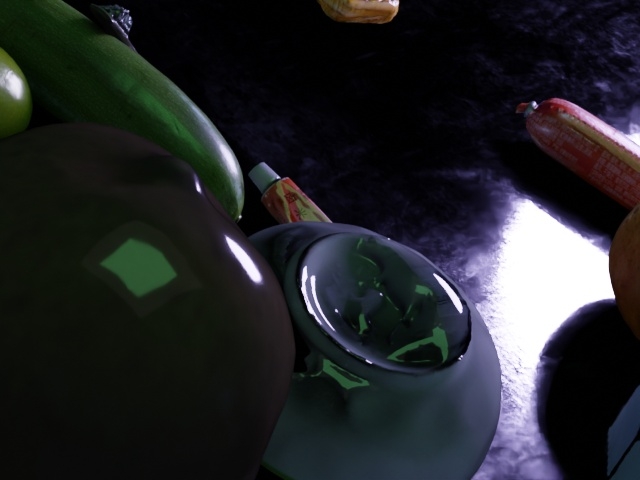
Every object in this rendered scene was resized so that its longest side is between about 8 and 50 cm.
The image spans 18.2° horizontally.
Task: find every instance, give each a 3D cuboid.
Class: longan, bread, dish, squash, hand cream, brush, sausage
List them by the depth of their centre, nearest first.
[{"bbox_3d":[-0.181,0.074,1.575,0.361,0.361,0.361,18,37,-14],"label":"longan"},{"bbox_3d":[0.041,0.085,1.868,0.324,0.124,0.324,17,41,-15],"label":"dish"},{"bbox_3d":[-0.225,-0.153,2.022,0.395,0.107,0.107,40,37,15],"label":"squash"},{"bbox_3d":[-0.001,0.001,2.046,0.052,0.038,0.216,-35,70,-22],"label":"hand cream"},{"bbox_3d":[-0.205,-0.216,2.081,0.034,0.027,0.190,35,-6,11],"label":"brush"},{"bbox_3d":[0.348,-0.088,2.349,0.274,0.074,0.074,35,36,9],"label":"sausage"},{"bbox_3d":[0.043,-0.298,2.433,0.110,0.044,0.083,-1,41,-37],"label":"bread"}]

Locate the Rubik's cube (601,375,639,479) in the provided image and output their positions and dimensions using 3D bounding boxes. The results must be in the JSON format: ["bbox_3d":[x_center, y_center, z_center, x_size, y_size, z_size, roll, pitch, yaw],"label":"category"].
[{"bbox_3d":[0.381,0.208,1.912,0.167,0.180,0.183,22,38,-6],"label":"Rubik's cube"}]

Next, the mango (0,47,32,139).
[{"bbox_3d":[-0.406,-0.157,1.886,0.293,0.143,0.175,6,42,-42],"label":"mango"}]

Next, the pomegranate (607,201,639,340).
[{"bbox_3d":[0.419,0.031,2.133,0.215,0.215,0.215,18,37,-14],"label":"pomegranate"}]
